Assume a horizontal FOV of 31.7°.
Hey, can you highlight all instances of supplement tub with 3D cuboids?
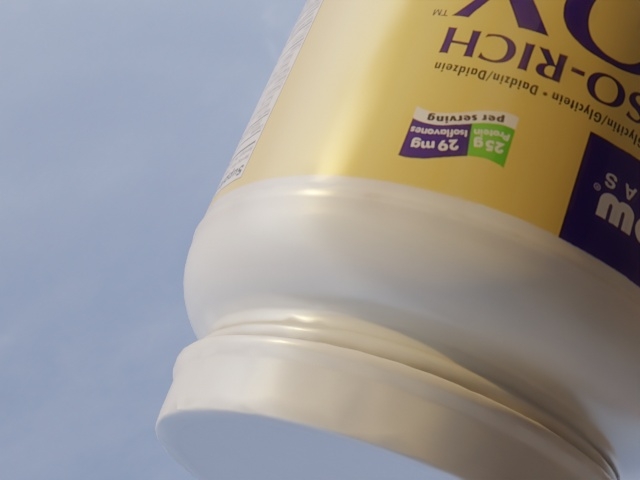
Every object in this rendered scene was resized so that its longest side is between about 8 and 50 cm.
[{"bbox_3d":[0.078,-0.019,0.552,0.241,0.241,0.331,31,-117,-19],"label":"supplement tub"}]
